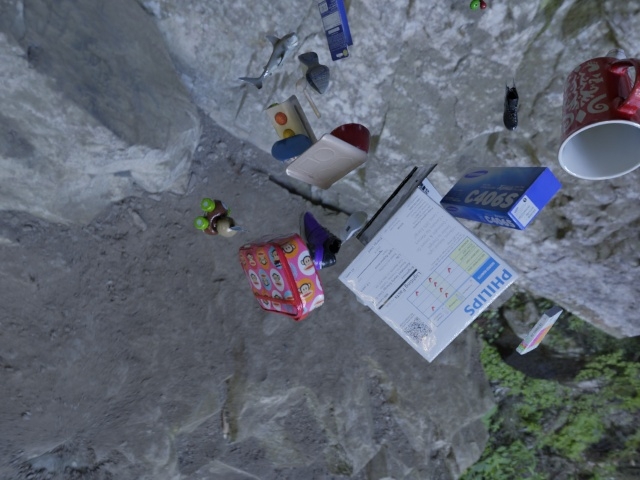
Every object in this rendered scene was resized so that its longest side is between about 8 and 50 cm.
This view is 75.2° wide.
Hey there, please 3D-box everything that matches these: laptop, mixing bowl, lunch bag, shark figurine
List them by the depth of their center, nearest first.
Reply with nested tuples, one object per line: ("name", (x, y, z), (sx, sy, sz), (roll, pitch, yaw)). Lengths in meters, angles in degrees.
("lunch bag", (-0.112, 0.113, 1.204), (0.120, 0.293, 0.259), (-26, 100, -30))
("shark figurine", (-0.184, -0.704, 1.568), (0.116, 0.278, 0.166), (43, 35, -16))
("mixing bowl", (0.117, -0.353, 1.612), (0.181, 0.181, 0.098), (10, 50, -27))
("laptop", (0.351, -0.081, 1.652), (0.407, 0.382, 0.236), (37, 6, -40))

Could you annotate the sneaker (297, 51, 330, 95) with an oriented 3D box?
("sneaker", (-0.020, -0.729, 1.864), (0.110, 0.129, 0.297), (-14, 51, -2))

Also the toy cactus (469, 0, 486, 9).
("toy cactus", (0.552, -0.863, 1.369), (0.180, 0.112, 0.219), (-12, 111, -68))

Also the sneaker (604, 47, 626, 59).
("sneaker", (0.861, -0.432, 1.251), (0.305, 0.114, 0.152), (53, 51, -59))

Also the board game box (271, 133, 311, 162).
("board game box", (-0.116, -0.369, 1.690), (0.168, 0.033, 0.133), (-19, 51, -3))

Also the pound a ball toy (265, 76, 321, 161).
("pound a ball toy", (-0.099, -0.508, 1.806), (0.319, 0.208, 0.136), (62, 32, -27))

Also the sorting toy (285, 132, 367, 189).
("sorting toy", (0.018, -0.253, 1.342), (0.192, 0.208, 0.038), (16, 54, -37))

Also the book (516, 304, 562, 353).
("book", (0.622, 0.255, 1.181), (0.096, 0.144, 0.035), (-9, 41, -43))

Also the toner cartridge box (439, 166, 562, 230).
("toner cartridge box", (0.514, -0.135, 1.236), (0.075, 0.348, 0.165), (44, 87, -16))

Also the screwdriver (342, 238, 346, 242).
("screwdriver", (0.064, 0.039, 1.664), (0.025, 0.024, 0.170), (48, 48, 5))

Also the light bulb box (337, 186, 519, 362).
("light bulb box", (0.312, 0.092, 1.254), (0.361, 0.358, 0.225), (43, 13, 8))

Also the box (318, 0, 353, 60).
("box", (0.065, -0.854, 1.680), (0.036, 0.136, 0.226), (-26, 114, -23))

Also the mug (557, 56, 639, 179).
("mug", (0.437, -0.199, 0.624), (0.113, 0.150, 0.170), (30, 56, -15))

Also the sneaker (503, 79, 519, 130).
("sneaker", (0.704, -0.501, 1.538), (0.089, 0.051, 0.171), (9, 78, -72))

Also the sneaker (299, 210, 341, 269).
("sneaker", (0.000, 0.001, 1.471), (0.145, 0.102, 0.294), (-3, 39, -3))

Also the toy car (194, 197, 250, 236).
("toy car", (-0.376, -0.075, 1.671), (0.188, 0.155, 0.149), (19, 89, 19))

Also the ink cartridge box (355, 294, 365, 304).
("ink cartridge box", (0.205, 0.191, 1.825), (0.109, 0.063, 0.151), (-30, 125, -28))

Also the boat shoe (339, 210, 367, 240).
("boat shoe", (0.175, -0.076, 2.048), (0.076, 0.229, 0.080), (-22, 69, -38))
